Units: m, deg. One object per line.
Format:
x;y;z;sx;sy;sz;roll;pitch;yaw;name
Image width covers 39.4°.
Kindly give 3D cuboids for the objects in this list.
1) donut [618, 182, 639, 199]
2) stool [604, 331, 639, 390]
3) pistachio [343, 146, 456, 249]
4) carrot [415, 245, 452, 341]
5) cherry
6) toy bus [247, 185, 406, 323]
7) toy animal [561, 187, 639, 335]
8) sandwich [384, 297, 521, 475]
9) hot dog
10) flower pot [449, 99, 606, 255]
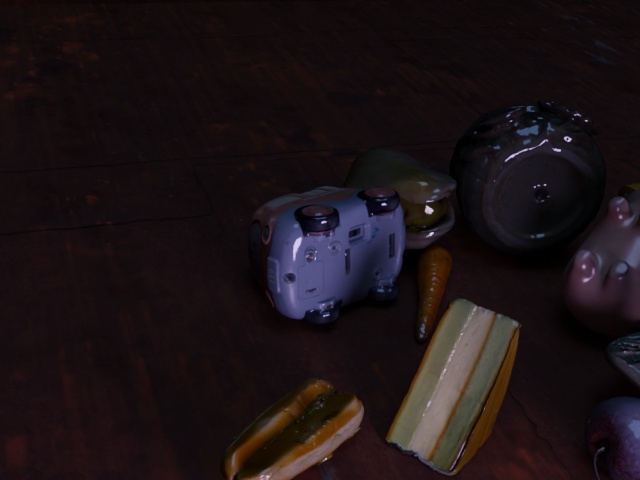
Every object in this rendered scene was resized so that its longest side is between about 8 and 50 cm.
0.699;-0.055;1.838;0.184;0.073;0.166;27;37;33;donut
0.617;0.148;1.273;0.310;0.226;0.310;37;27;34;stool
0.150;-0.081;1.685;0.197;0.166;0.288;-18;29;-25;pistachio
0.187;0.084;1.538;0.061;0.061;0.256;11;33;9;carrot
0.436;0.294;1.189;0.148;0.115;0.188;33;20;-39;cherry
0.000;0.000;1.527;0.288;0.194;0.232;-18;30;-33;toy bus
0.553;0.039;1.531;0.326;0.269;0.237;-45;49;-14;toy animal
0.183;0.196;1.229;0.117;0.187;0.144;22;28;26;sandwich
-0.040;0.263;1.184;0.109;0.072;0.269;23;33;30;hot dog
0.390;-0.132;1.694;0.302;0.302;0.213;4;22;-3;flower pot
